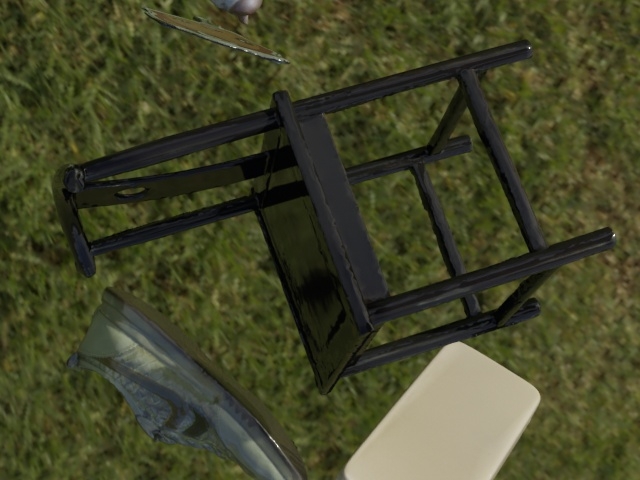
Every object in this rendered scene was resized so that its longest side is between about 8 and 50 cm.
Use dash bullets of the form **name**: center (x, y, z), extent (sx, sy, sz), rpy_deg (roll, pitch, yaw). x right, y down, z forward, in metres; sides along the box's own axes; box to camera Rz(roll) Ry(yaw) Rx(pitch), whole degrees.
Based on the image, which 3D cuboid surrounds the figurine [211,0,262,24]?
- **figurine**: center (-0.056, -0.257, 0.851), extent (0.103, 0.260, 0.205), rpy_deg (-53, 156, -31)

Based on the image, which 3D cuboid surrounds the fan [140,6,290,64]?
- **fan**: center (-0.095, -0.184, 1.038), extent (0.132, 0.220, 0.009), rpy_deg (18, 102, -14)

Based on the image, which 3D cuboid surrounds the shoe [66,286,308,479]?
- **shoe**: center (-0.128, 0.160, 1.148), extent (0.098, 0.275, 0.103), rpy_deg (-52, 164, 2)

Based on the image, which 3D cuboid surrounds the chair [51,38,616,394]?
- **chair**: center (0.000, 0.000, 0.647), extent (0.260, 0.141, 0.154), rpy_deg (-17, 163, -14)

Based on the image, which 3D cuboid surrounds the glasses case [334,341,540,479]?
- **glasses case**: center (0.136, 0.243, 1.372), extent (0.336, 0.144, 0.076), rpy_deg (-38, 156, -54)
